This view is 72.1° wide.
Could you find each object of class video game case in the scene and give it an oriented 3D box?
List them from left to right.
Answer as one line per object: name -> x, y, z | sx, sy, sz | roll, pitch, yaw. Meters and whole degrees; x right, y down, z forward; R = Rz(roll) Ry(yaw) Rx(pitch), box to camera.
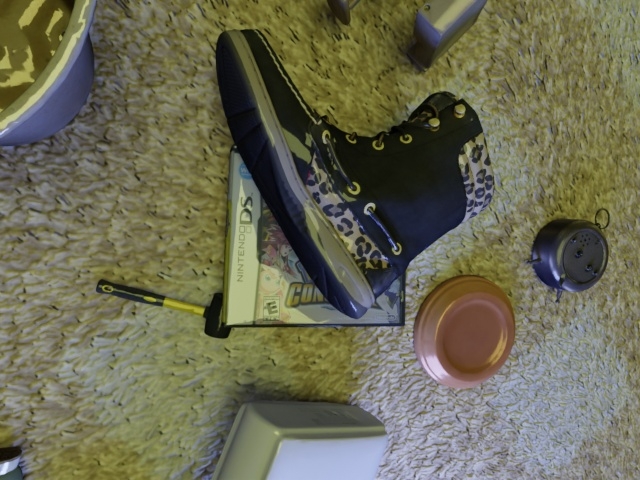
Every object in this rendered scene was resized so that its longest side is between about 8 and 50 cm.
video game case -> 0.000, 0.000, 0.643 | 0.274, 0.035, 0.249 | 3, 85, -18

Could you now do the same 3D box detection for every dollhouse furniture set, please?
dollhouse furniture set -> 0.110, -0.380, 0.610 | 0.212, 0.161, 0.242 | -43, 89, 10

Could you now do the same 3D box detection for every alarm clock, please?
alarm clock -> 0.466, 0.013, 0.794 | 0.192, 0.064, 0.129 | -46, 105, -11

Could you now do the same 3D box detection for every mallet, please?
mallet -> -0.207, 0.078, 0.612 | 0.189, 0.039, 0.063 | 24, 86, -13

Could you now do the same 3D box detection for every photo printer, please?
photo printer -> -0.052, 0.383, 0.605 | 0.255, 0.107, 0.308 | 24, 87, -45

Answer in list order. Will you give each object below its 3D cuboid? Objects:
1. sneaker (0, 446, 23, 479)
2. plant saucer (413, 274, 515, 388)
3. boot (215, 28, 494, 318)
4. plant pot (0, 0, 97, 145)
sneaker -> -0.473, 0.323, 0.535 | 0.191, 0.064, 0.086 | -6, 92, -19
plant saucer -> 0.256, 0.160, 0.755 | 0.199, 0.037, 0.200 | -2, 96, -17
boot -> 0.059, -0.123, 0.580 | 0.284, 0.138, 0.378 | -31, 101, -18
plant pot -> -0.353, -0.215, 0.398 | 0.333, 0.305, 0.335 | -2, 96, -16
